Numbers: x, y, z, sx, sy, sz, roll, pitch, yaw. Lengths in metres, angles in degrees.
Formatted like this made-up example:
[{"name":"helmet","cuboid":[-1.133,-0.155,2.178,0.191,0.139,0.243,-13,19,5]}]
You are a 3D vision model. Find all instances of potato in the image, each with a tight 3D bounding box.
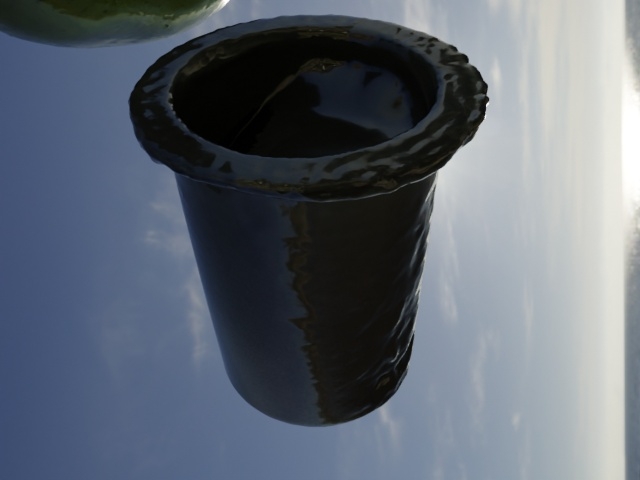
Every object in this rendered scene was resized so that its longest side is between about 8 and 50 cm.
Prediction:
[{"name":"potato","cuboid":[-0.208,-0.284,0.627,0.304,0.215,0.216,-20,-69,-34]}]

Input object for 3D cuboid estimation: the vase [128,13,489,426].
[{"name":"vase","cuboid":[0.000,0.000,0.544,0.245,0.245,0.291,-63,-23,-45]}]
